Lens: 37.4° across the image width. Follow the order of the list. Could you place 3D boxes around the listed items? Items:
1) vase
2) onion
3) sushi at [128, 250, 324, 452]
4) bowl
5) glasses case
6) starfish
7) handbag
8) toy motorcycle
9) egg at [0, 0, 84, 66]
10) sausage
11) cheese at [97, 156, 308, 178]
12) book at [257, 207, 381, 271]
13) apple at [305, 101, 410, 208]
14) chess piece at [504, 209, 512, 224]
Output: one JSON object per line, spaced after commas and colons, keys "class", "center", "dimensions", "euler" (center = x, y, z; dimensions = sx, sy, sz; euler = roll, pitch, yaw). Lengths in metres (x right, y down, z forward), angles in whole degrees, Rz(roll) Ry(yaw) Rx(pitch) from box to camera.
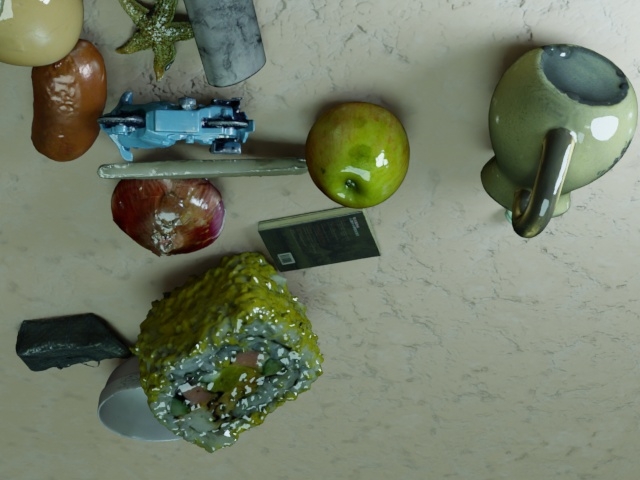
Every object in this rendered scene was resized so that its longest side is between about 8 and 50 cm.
{"class": "vase", "center": [0.380, -0.141, 1.595], "dimensions": [0.241, 0.329, 0.302], "euler": [20, 138, 2]}
{"class": "onion", "center": [-0.298, -0.038, 1.844], "dimensions": [0.230, 0.163, 0.230], "euler": [-4, 146, -3]}
{"class": "sushi", "center": [-0.199, 0.253, 2.053], "dimensions": [0.396, 0.240, 0.351], "euler": [-34, 131, 6]}
{"class": "bowl", "center": [-0.399, 0.369, 2.322], "dimensions": [0.287, 0.144, 0.287], "euler": [-2, 143, -2]}
{"class": "glasses case", "center": [-0.162, -0.382, 1.489], "dimensions": [0.114, 0.060, 0.299], "euler": [-33, 142, -18]}
{"class": "starfish", "center": [-0.278, -0.363, 1.558], "dimensions": [0.176, 0.053, 0.208], "euler": [35, 123, -21]}
{"class": "handbag", "center": [-0.603, 0.258, 2.262], "dimensions": [0.270, 0.088, 0.175], "euler": [-8, 147, 9]}
{"class": "toy motorcycle", "center": [-0.260, -0.202, 1.670], "dimensions": [0.272, 0.123, 0.182], "euler": [0, -179, -18]}
{"class": "egg", "center": [-0.461, -0.369, 1.430], "dimensions": [0.201, 0.201, 0.244], "euler": [-15, 146, 17]}
{"class": "sausage", "center": [-0.437, -0.239, 1.638], "dimensions": [0.133, 0.133, 0.258], "euler": [10, 137, -12]}
{"class": "cheese", "center": [-0.208, -0.132, 1.744], "dimensions": [0.400, 0.034, 0.085], "euler": [-4, -178, -17]}
{"class": "book", "center": [0.000, 0.000, 1.991], "dimensions": [0.228, 0.024, 0.160], "euler": [-10, 139, 12]}
{"class": "apple", "center": [0.068, -0.150, 1.701], "dimensions": [0.196, 0.196, 0.196], "euler": [0, 139, 0]}
{"class": "chess piece", "center": [0.417, -0.069, 1.899], "dimensions": [0.042, 0.042, 0.093], "euler": [27, 128, -28]}
